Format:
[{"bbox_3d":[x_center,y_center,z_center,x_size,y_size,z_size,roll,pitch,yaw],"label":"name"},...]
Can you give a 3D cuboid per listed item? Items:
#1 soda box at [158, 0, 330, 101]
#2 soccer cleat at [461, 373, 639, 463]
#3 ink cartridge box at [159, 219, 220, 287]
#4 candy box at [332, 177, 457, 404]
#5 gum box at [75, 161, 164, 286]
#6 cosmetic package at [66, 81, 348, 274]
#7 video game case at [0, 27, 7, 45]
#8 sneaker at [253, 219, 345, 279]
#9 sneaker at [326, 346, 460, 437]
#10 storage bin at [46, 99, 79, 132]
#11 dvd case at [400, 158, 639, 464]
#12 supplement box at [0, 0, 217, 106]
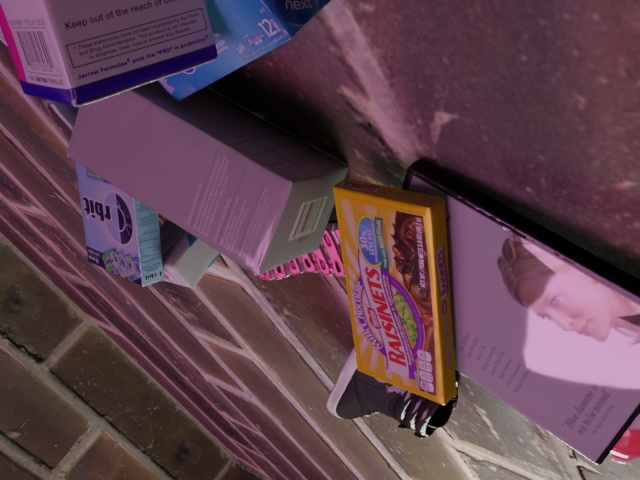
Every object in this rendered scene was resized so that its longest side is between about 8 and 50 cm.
[{"bbox_3d":[-0.074,-0.174,0.558,0.067,0.071,0.210,50,154,-21],"label":"soda box"},{"bbox_3d":[0.211,0.108,0.679,0.248,0.083,0.095,32,127,27],"label":"soccer cleat"},{"bbox_3d":[-0.212,0.017,1.090,0.122,0.089,0.052,9,145,49],"label":"ink cartridge box"},{"bbox_3d":[0.069,0.048,0.654,0.105,0.027,0.206,17,127,40],"label":"candy box"},{"bbox_3d":[-0.294,-0.042,1.049,0.156,0.041,0.185,16,114,42],"label":"gum box"},{"bbox_3d":[-0.108,-0.077,0.690,0.237,0.127,0.107,29,113,20],"label":"cosmetic package"},{"bbox_3d":[-0.408,-0.327,0.824,0.227,0.026,0.206,47,155,-18],"label":"video game case"},{"bbox_3d":[0.000,0.000,0.795,0.170,0.075,0.063,-9,114,32],"label":"sneaker"},{"bbox_3d":[0.099,0.220,0.988,0.147,0.104,0.296,38,153,15],"label":"sneaker"},{"bbox_3d":[-0.228,-0.143,0.816,0.098,0.091,0.135,11,144,47],"label":"storage bin"},{"bbox_3d":[0.161,0.062,0.613,0.253,0.022,0.180,33,136,23],"label":"dvd case"},{"bbox_3d":[-0.163,-0.213,0.465,0.111,0.113,0.220,21,131,49],"label":"supplement box"}]
